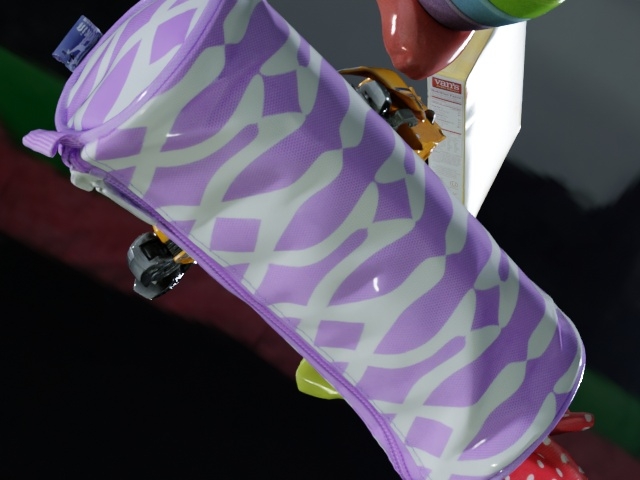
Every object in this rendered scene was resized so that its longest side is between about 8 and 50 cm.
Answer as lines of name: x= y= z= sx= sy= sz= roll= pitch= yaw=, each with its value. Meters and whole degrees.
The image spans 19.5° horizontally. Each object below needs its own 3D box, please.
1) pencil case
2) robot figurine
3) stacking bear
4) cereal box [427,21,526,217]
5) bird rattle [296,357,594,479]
pencil case: x=0.000 y=0.000 z=0.627 sx=0.206 sy=0.088 sz=0.086 roll=43 pitch=159 yaw=-21
robot figurine: x=-0.026 y=-0.047 z=1.240 sx=0.085 sy=0.211 sz=0.291 roll=55 pitch=-162 yaw=10
stacking bear: x=0.187 y=-0.275 z=1.620 sx=0.164 sy=0.289 sz=0.175 roll=-32 pitch=-79 yaw=-48
cereal box: x=0.158 y=-0.142 z=1.880 sx=0.047 sy=0.240 sz=0.173 roll=18 pitch=-126 yaw=18
bird rattle: x=0.103 y=0.120 z=1.458 sx=0.253 sy=0.143 sz=0.207 roll=40 pitch=172 yaw=8
